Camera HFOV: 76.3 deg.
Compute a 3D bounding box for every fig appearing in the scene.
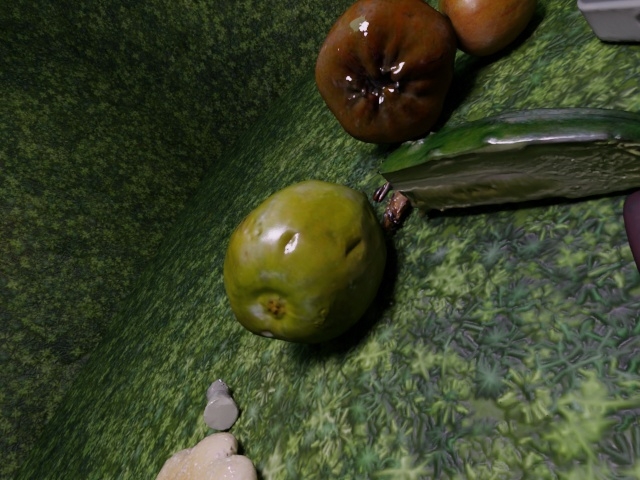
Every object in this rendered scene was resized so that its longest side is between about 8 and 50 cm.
[{"bbox_3d":[-0.016,-0.005,0.624,0.233,0.233,0.314,-25,43,43],"label":"fig"}]

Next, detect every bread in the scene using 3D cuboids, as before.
[{"bbox_3d":[-0.202,0.404,0.534,0.316,0.054,0.316,-40,22,20],"label":"bread"}]

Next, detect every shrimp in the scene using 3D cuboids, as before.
[{"bbox_3d":[0.125,-0.078,0.726,0.124,0.034,0.178,-12,43,58],"label":"shrimp"}]

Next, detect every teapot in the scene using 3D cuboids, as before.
[{"bbox_3d":[-0.175,0.286,0.709,0.083,0.057,0.067,-148,68,-71],"label":"teapot"}]

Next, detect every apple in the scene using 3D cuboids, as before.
[{"bbox_3d":[0.308,-0.439,0.756,0.155,0.182,0.182,-27,31,15],"label":"apple"}]

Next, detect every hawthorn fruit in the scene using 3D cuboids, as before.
[{"bbox_3d":[0.135,-0.349,0.814,0.268,0.268,0.301,-35,24,30],"label":"hawthorn fruit"}]

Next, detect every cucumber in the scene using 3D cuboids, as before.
[{"bbox_3d":[0.225,-0.103,0.483,0.325,0.145,0.105,1,62,55],"label":"cucumber"}]

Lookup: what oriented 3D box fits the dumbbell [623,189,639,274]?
[{"bbox_3d":[0.303,-0.004,0.209,0.225,0.124,0.140,-26,34,41],"label":"dumbbell"}]

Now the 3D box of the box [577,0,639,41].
[{"bbox_3d":[0.513,-0.354,0.388,0.373,0.090,0.367,-44,25,12],"label":"box"}]
